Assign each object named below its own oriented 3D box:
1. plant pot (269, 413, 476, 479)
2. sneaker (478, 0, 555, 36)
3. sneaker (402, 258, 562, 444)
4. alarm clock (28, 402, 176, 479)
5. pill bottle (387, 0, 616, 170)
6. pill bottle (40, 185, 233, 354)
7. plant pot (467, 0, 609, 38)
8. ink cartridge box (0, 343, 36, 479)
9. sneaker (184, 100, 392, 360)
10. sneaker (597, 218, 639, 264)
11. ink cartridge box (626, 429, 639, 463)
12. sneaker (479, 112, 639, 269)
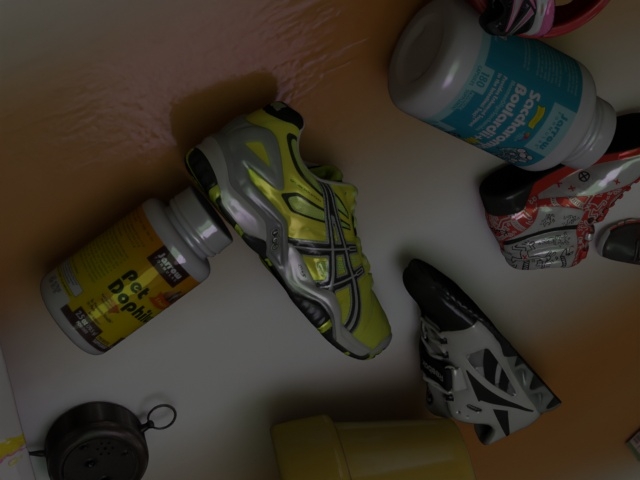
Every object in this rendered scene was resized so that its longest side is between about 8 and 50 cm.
[{"bbox_3d":[0.076,0.338,1.656,0.239,0.254,0.254,-14,121,-6],"label":"plant pot"},{"bbox_3d":[0.191,-0.280,1.267,0.077,0.072,0.178,-13,120,-10],"label":"sneaker"},{"bbox_3d":[0.184,0.164,1.680,0.146,0.122,0.330,-39,121,4],"label":"sneaker"},{"bbox_3d":[-0.270,0.267,1.633,0.192,0.064,0.129,-31,122,-3],"label":"alarm clock"},{"bbox_3d":[0.221,-0.173,1.494,0.264,0.146,0.146,22,109,-26],"label":"pill bottle"},{"bbox_3d":[-0.212,0.031,1.486,0.215,0.117,0.117,-36,122,4],"label":"pill bottle"},{"bbox_3d":[0.221,-0.336,1.388,0.191,0.174,0.191,-7,119,-13],"label":"plant pot"},{"bbox_3d":[-0.407,0.218,1.430,0.119,0.207,0.353,-16,97,-24],"label":"ink cartridge box"},{"bbox_3d":[0.000,0.000,1.525,0.147,0.145,0.384,-40,127,-3],"label":"sneaker"},{"bbox_3d":[0.453,0.012,1.714,0.158,0.065,0.061,1,117,-18],"label":"sneaker"},{"bbox_3d":[0.602,0.316,1.933,0.235,0.056,0.171,35,103,-33],"label":"ink cartridge box"},{"bbox_3d":[0.345,-0.057,1.631,0.270,0.090,0.145,-23,123,0],"label":"sneaker"}]
